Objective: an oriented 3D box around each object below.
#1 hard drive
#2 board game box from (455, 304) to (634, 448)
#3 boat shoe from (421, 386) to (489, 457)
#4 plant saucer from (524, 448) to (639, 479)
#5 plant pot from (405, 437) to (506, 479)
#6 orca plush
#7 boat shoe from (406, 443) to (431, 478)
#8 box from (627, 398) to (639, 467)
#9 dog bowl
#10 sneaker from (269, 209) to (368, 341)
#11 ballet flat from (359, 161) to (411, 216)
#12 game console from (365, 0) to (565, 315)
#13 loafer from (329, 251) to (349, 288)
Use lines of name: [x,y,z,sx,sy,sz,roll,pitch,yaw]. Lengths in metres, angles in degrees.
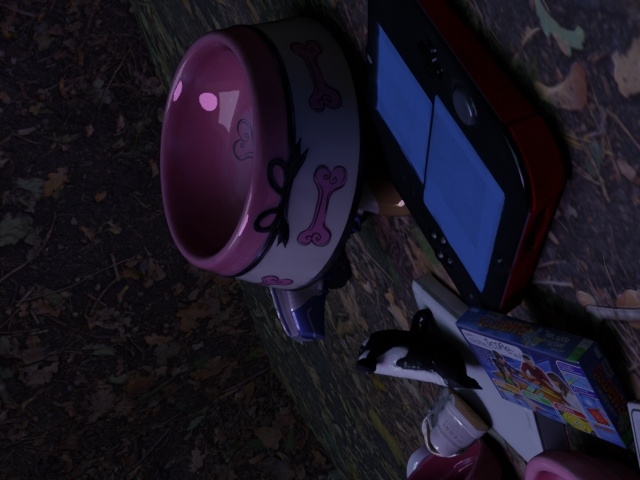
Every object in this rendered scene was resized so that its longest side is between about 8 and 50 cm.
hard drive: [0.243,0.194,1.398,0.307,0.040,0.203,45,160,56]
board game box: [0.256,0.151,1.102,0.201,0.035,0.136,15,144,58]
boat shoe: [0.203,0.296,1.542,0.098,0.096,0.277,45,180,13]
plant saucer: [0.376,0.390,1.169,0.332,0.084,0.332,56,167,21]
plant pot: [0.252,0.459,1.629,0.180,0.201,0.201,48,170,-8]
orca plush: [0.134,0.151,1.423,0.287,0.151,0.102,169,105,-81]
boat shoe: [0.262,0.522,1.889,0.102,0.108,0.301,43,160,58]
box: [0.353,0.200,0.724,0.290,0.087,0.169,157,103,-78]
dog bowl: [-0.104,-0.128,1.406,0.408,0.150,0.408,0,90,59]
sneaker: [0.000,-0.001,1.577,0.127,0.182,0.316,57,-157,-80]
ballet flat: [0.060,-0.082,1.465,0.232,0.073,0.080,44,159,56]
game console: [0.140,-0.106,1.115,0.342,0.060,0.386,56,166,25]
loafer: [0.022,0.032,1.944,0.170,0.062,0.061,81,180,-48]
